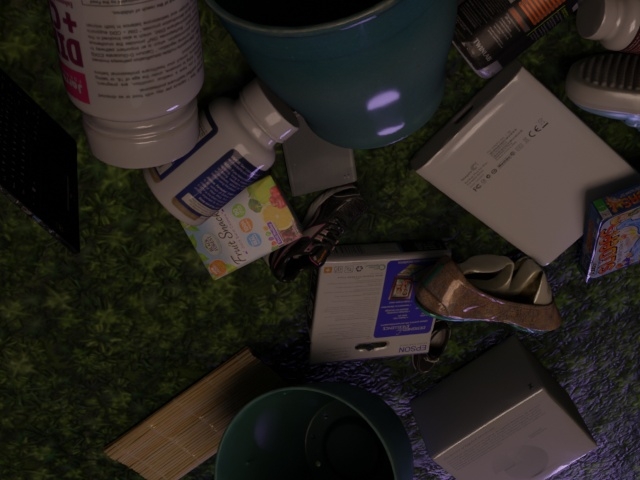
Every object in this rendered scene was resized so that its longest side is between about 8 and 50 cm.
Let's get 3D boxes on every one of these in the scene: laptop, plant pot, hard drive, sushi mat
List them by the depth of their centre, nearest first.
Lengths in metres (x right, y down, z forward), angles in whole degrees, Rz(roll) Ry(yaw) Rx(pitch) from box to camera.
[{"bbox_3d":[-0.306,-0.163,1.025,0.136,0.234,0.264,-33,128,11],"label":"laptop"},{"bbox_3d":[0.030,-0.245,1.056,0.271,0.272,0.255,-22,145,2],"label":"plant pot"},{"bbox_3d":[-0.005,-0.128,1.277,0.094,0.022,0.135,-14,130,-5],"label":"hard drive"},{"bbox_3d":[0.304,-0.102,1.375,0.307,0.040,0.203,32,113,-34],"label":"hard drive"},{"bbox_3d":[0.014,0.356,1.496,0.293,0.293,0.235,-41,168,17],"label":"plant pot"},{"bbox_3d":[-0.194,0.300,1.565,0.316,0.019,0.151,-36,129,13],"label":"sushi mat"}]

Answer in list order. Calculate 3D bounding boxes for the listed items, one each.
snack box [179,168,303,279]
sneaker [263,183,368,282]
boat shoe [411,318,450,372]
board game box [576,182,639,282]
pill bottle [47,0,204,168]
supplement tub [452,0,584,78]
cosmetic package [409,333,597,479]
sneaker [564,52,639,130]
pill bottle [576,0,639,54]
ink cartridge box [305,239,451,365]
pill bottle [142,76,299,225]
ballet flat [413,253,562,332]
[{"bbox_3d":[-0.107,-0.021,1.303,0.141,0.037,0.100,-26,107,6],"label":"snack box"},{"bbox_3d":[0.000,0.000,1.345,0.178,0.077,0.072,-41,128,16],"label":"sneaker"},{"bbox_3d":[0.185,0.178,1.564,0.046,0.038,0.125,4,126,-20],"label":"boat shoe"},{"bbox_3d":[0.468,-0.018,1.447,0.136,0.035,0.201,-21,150,-3],"label":"board game box"},{"bbox_3d":[-0.212,-0.232,1.045,0.160,0.160,0.283,-9,129,-9],"label":"pill bottle"},{"bbox_3d":[0.239,-0.297,1.153,0.190,0.117,0.117,-38,128,14],"label":"supplement tub"},{"bbox_3d":[0.316,0.318,1.648,0.224,0.138,0.224,-35,130,13],"label":"cosmetic package"},{"bbox_3d":[0.493,-0.162,1.322,0.365,0.135,0.150,4,123,-17],"label":"sneaker"},{"bbox_3d":[0.415,-0.286,1.232,0.152,0.086,0.086,3,126,-19],"label":"pill bottle"},{"bbox_3d":[0.083,0.096,1.464,0.206,0.045,0.208,-3,126,-15],"label":"ink cartridge box"},{"bbox_3d":[-0.122,-0.115,1.196,0.186,0.112,0.112,-38,128,15],"label":"pill bottle"},{"bbox_3d":[0.282,0.076,1.445,0.316,0.107,0.106,7,119,-40],"label":"ballet flat"}]
